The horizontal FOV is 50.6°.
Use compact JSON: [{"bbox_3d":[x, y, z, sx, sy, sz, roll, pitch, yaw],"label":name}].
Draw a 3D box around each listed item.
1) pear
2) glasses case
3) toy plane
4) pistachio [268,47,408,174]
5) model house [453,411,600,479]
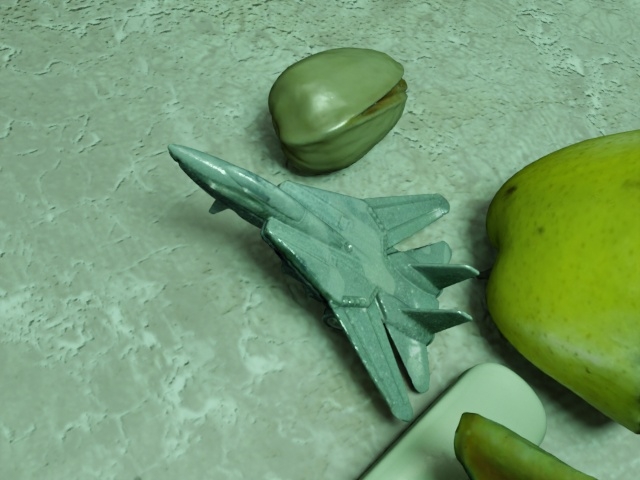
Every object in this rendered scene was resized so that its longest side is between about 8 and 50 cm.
[{"bbox_3d":[0.219,0.003,0.550,0.178,0.267,0.267,19,56,29],"label":"pear"},{"bbox_3d":[0.087,0.170,0.493,0.204,0.051,0.081,-36,76,-26],"label":"glasses case"},{"bbox_3d":[-0.006,0.004,0.532,0.267,0.088,0.212,26,57,-17],"label":"toy plane"},{"bbox_3d":[0.017,-0.122,0.614,0.149,0.113,0.113,-35,72,-24],"label":"pistachio"},{"bbox_3d":[0.152,0.270,0.356,0.268,0.173,0.239,24,67,34],"label":"model house"}]
